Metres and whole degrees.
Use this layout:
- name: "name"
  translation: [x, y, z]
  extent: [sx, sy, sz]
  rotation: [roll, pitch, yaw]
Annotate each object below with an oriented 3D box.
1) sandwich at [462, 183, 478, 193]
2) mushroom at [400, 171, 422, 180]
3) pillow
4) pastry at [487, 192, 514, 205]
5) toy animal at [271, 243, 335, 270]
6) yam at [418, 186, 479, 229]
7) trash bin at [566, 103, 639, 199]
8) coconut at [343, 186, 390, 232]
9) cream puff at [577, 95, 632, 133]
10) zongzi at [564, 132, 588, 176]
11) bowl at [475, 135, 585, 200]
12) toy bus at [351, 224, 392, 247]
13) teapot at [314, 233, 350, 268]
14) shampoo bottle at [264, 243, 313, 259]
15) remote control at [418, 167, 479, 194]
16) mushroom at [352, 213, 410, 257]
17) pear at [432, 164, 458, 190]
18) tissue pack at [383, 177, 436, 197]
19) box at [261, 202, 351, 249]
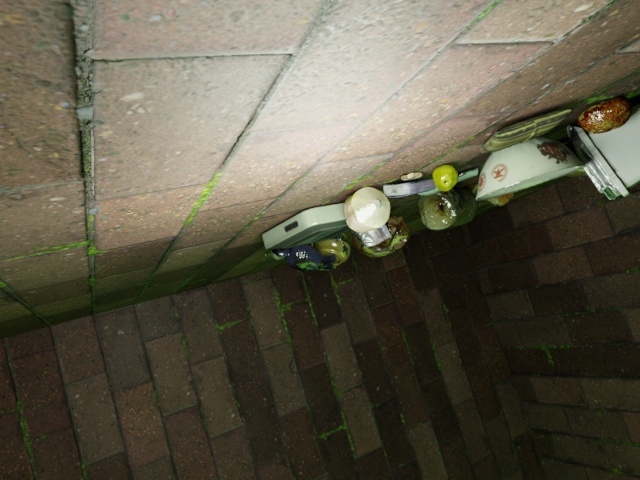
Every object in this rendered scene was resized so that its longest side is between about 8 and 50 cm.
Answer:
- name: "sandwich"
  translation: [0.658, -0.199, 2.371]
  extent: [0.258, 0.096, 0.094]
  rotation: [-22, 167, 22]
- name: "mushroom"
  translation: [0.302, -0.213, 1.607]
  extent: [0.101, 0.019, 0.049]
  rotation: [-13, 172, -37]
- name: "pillow"
  translation: [0.571, -0.305, 1.361]
  extent: [0.208, 0.052, 0.212]
  rotation: [-16, 175, 7]
- name: "pastry"
  translation: [0.832, -0.238, 2.247]
  extent: [0.153, 0.153, 0.081]
  rotation: [-15, 177, -13]
- name: "toy animal"
  translation: [-0.076, 0.057, 2.081]
  extent: [0.122, 0.298, 0.185]
  rotation: [-57, -169, 22]
- name: "yam"
  translation: [0.559, -0.146, 2.129]
  extent: [0.195, 0.195, 0.300]
  rotation: [-21, 173, 35]
- name: "trash bin"
  translation: [1.017, -0.335, 1.535]
  extent: [0.367, 0.296, 0.255]
  rotation: [-38, 162, 32]
- name: "coconut"
  translation: [0.158, -0.104, 1.625]
  extent: [0.147, 0.147, 0.152]
  rotation: [-14, 176, -22]
- name: "cream puff"
  translation: [0.845, -0.364, 1.433]
  extent: [0.149, 0.085, 0.149]
  rotation: [-15, 173, -2]
- name: "zongzi"
  translation: [1.034, -0.344, 1.767]
  extent: [0.392, 0.174, 0.356]
  rotation: [-8, 167, -19]
- name: "bowl"
  translation: [0.644, -0.251, 1.549]
  extent: [0.337, 0.158, 0.337]
  rotation: [-16, 174, -2]
- name: "toy bus"
  translation: [0.205, -0.047, 2.045]
  extent: [0.138, 0.112, 0.317]
  rotation: [-30, -174, 0]
- name: "teapot"
  translation: [0.065, 0.022, 2.271]
  extent: [0.173, 0.183, 0.269]
  rotation: [5, 145, 17]
- name: "shampoo bottle"
  translation: [-0.157, 0.034, 2.255]
  extent: [0.234, 0.087, 0.118]
  rotation: [-19, 177, 19]
- name: "remote control"
  translation: [0.498, -0.227, 1.892]
  extent: [0.256, 0.045, 0.097]
  rotation: [-22, 173, 20]
- name: "mushroom"
  translation: [0.299, -0.037, 2.329]
  extent: [0.263, 0.195, 0.283]
  rotation: [24, 154, -17]
- name: "pear"
  translation: [0.421, -0.216, 1.627]
  extent: [0.092, 0.092, 0.097]
  rotation: [-18, -145, 15]
- name: "tissue pack"
  translation: [0.308, -0.182, 1.664]
  extent: [0.156, 0.051, 0.112]
  rotation: [-14, -171, -39]
- name: "box"
  translation: [0.004, -0.057, 1.878]
  extent: [0.373, 0.091, 0.367]
  rotation: [-11, 172, -37]
